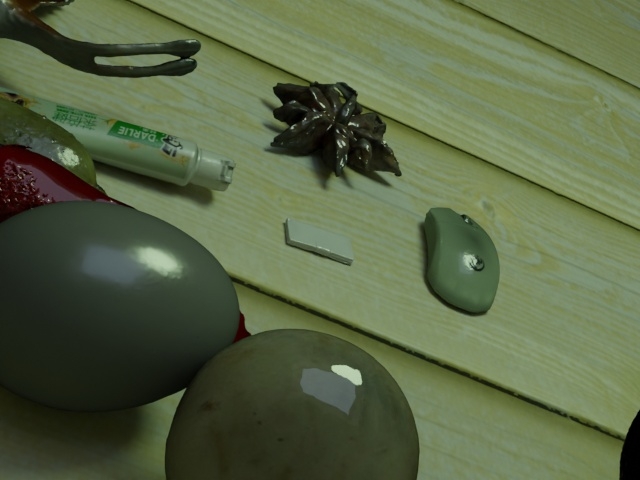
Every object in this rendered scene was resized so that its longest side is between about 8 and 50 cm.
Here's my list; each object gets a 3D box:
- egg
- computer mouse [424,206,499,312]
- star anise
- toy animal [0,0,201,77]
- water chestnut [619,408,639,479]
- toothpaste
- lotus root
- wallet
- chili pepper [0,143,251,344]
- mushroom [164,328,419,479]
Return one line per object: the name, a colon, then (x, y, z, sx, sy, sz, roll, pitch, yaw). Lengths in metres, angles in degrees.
egg: (-0.181, 0.055, 1.106, 0.232, 0.176, 0.176, 2, 40, -16)
computer mouse: (0.172, 0.010, 1.582, 0.089, 0.056, 0.181, 25, 32, -18)
star anise: (0.022, -0.137, 1.650, 0.195, 0.065, 0.182, 32, 33, -5)
toy animal: (-0.336, -0.238, 1.448, 0.302, 0.225, 0.284, -27, 64, -29)
water chestnut: (0.423, 0.250, 1.204, 0.335, 0.335, 0.347, 48, 21, 25)
toothpaste: (-0.246, -0.111, 1.413, 0.314, 0.056, 0.058, 16, -5, -17)
lotus root: (-0.286, -0.083, 1.308, 0.183, 0.077, 0.090, 31, 32, 3)
wallet: (0.000, 0.000, 1.492, 0.083, 0.011, 0.044, 19, 34, -19)
chili pepper: (-0.223, 0.002, 1.229, 0.387, 0.110, 0.110, 31, 32, -7)
mushroom: (-0.027, 0.173, 1.102, 0.207, 0.207, 0.215, 25, -2, -9)
